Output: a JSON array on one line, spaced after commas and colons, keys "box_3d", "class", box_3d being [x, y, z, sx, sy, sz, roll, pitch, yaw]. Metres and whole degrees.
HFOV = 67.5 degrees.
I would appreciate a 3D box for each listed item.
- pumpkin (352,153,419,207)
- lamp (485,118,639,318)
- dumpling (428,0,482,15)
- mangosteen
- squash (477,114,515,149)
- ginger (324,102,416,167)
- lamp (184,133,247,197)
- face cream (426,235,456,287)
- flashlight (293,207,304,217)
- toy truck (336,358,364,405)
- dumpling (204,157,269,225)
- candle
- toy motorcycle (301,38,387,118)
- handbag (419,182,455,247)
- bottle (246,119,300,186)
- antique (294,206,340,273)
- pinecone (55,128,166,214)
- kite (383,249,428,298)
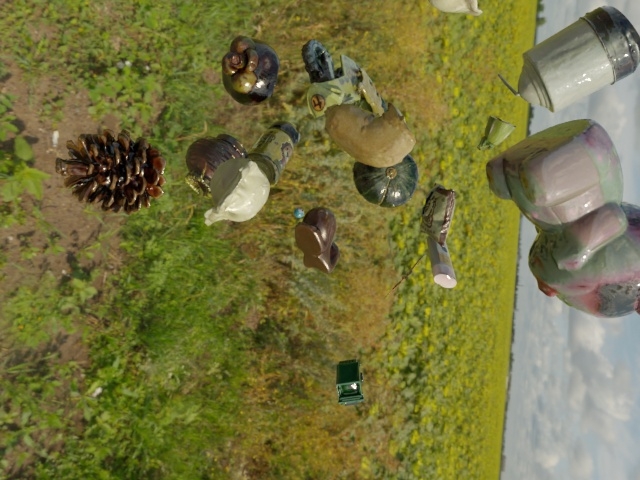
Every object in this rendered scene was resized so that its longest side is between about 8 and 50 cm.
[{"box_3d": [0.189, -0.186, 1.382, 0.146, 0.190, 0.190, -179, -86, -69], "class": "pumpkin"}, {"box_3d": [0.421, -0.036, 0.735, 0.301, 0.247, 0.247, 59, -2, -11], "class": "lamp"}, {"box_3d": [0.333, -0.666, 1.242, 0.124, 0.229, 0.151, -52, 180, 27], "class": "dumpling"}, {"box_3d": [-0.288, -0.693, 1.960, 0.287, 0.233, 0.287, -160, -90, -77], "class": "mangosteen"}, {"box_3d": [0.638, -0.382, 1.763, 0.132, 0.105, 0.105, -65, 165, 21], "class": "squash"}, {"box_3d": [0.117, -0.263, 1.178, 0.138, 0.267, 0.152, -11, 114, -59], "class": "ginger"}, {"box_3d": [-0.386, -0.269, 1.758, 0.247, 0.247, 0.246, 4, 90, -67], "class": "lamp"}, {"box_3d": [0.508, 0.084, 2.028, 0.073, 0.107, 0.269, -54, -161, 35], "class": "face cream"}, {"box_3d": [-0.110, -0.136, 2.368, 0.129, 0.051, 0.051, -172, -94, -83], "class": "flashlight"}, {"box_3d": [0.074, 0.356, 1.210, 0.147, 0.065, 0.079, -75, 155, -77], "class": "toy truck"}, {"box_3d": [-0.220, -0.111, 1.204, 0.193, 0.147, 0.258, -53, -175, -11], "class": "dumpling"}, {"box_3d": [0.734, -0.512, 1.416, 0.221, 0.343, 0.221, 46, 27, -31], "class": "candle"}, {"box_3d": [0.087, -0.445, 1.511, 0.410, 0.169, 0.236, 24, 62, -42], "class": "toy motorcycle"}, {"box_3d": [0.490, -0.114, 2.013, 0.213, 0.127, 0.234, -115, -149, -71], "class": "handbag"}, {"box_3d": [-0.199, -0.389, 2.035, 0.351, 0.172, 0.171, -67, 151, -44], "class": "bottle"}, {"box_3d": [0.000, 0.000, 1.613, 0.143, 0.121, 0.256, -51, 142, -36], "class": "antique"}, {"box_3d": [-0.450, -0.148, 1.024, 0.212, 0.168, 0.185, 6, 126, -36], "class": "pinecone"}, {"box_3d": [0.307, 0.121, 1.685, 0.241, 0.014, 0.183, -49, 174, -4], "class": "kite"}]
